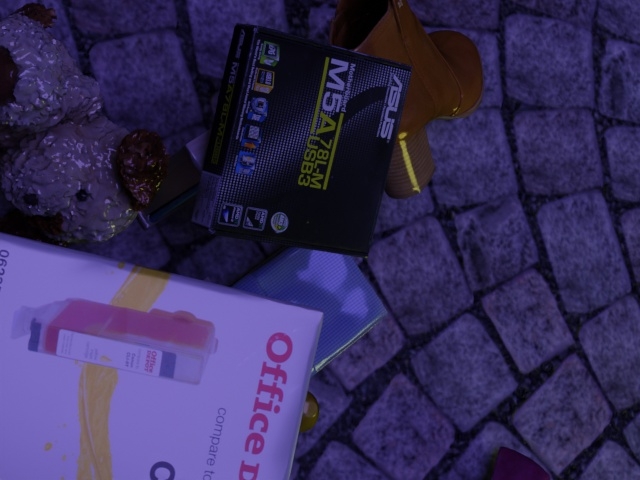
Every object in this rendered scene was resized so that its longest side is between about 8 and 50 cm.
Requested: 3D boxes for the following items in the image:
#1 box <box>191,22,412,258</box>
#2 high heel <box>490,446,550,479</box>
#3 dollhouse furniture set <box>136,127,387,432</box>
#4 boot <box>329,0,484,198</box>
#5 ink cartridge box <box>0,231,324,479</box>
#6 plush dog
[{"bbox_3d":[-0.015,-0.088,1.344,0.184,0.045,0.190,11,95,-34],"label":"box"},{"bbox_3d":[0.163,0.333,1.565,0.244,0.082,0.117,-43,67,-13],"label":"high heel"},{"bbox_3d":[0.000,0.000,1.474,0.286,0.198,0.303,-35,96,-27],"label":"dollhouse furniture set"},{"bbox_3d":[0.092,-0.207,1.531,0.295,0.104,0.211,-67,147,-46],"label":"boot"},{"bbox_3d":[-0.216,0.149,1.256,0.385,0.160,0.279,14,83,-14],"label":"ink cartridge box"},{"bbox_3d":[-0.261,-0.093,1.374,0.225,0.262,0.210,55,37,-13],"label":"plush dog"}]
